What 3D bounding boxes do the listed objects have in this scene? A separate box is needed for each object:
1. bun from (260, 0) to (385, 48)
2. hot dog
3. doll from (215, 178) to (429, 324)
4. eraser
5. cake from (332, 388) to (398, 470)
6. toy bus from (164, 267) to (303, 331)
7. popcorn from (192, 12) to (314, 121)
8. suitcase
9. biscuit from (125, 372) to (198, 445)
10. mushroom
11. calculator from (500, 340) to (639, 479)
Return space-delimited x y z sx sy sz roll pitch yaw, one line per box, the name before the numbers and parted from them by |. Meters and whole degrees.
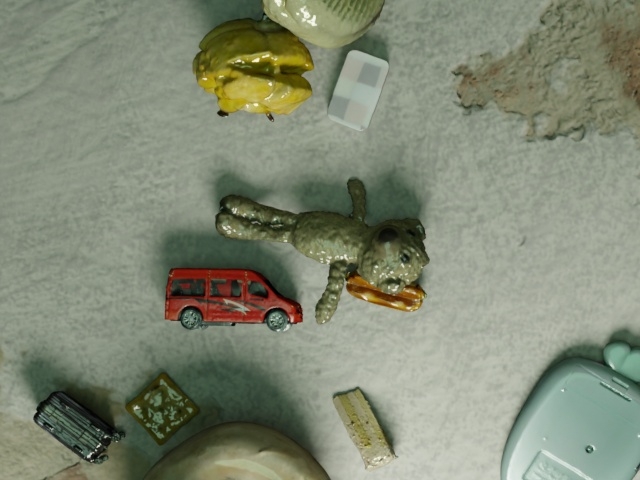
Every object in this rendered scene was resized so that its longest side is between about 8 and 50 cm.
bun | -0.014 -0.361 1.593 0.134 0.220 0.220 -3 96 42
hot dog | 0.092 0.069 1.695 0.122 0.037 0.049 17 108 9
doll | 0.008 -0.013 1.668 0.286 0.091 0.203 37 64 23
eraser | 0.053 -0.212 1.676 0.065 0.026 0.105 21 97 0
cake | 0.064 0.271 1.704 0.052 0.065 0.121 -29 85 4
toy bus | -0.121 0.085 1.693 0.195 0.081 0.089 1 86 6
popcorn | -0.088 -0.235 1.630 0.167 0.148 0.152 19 119 13
suitcase | -0.353 0.270 1.725 0.126 0.086 0.059 36 82 1
biscuit | -0.233 0.249 1.746 0.083 0.018 0.081 -41 91 8
mushroom | -0.118 0.402 1.612 0.298 0.290 0.297 1 96 5
calculator | 0.373 0.275 1.682 0.185 0.041 0.299 32 98 2
